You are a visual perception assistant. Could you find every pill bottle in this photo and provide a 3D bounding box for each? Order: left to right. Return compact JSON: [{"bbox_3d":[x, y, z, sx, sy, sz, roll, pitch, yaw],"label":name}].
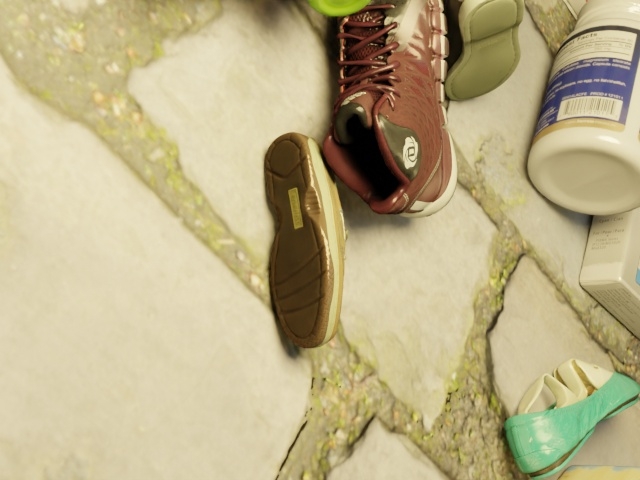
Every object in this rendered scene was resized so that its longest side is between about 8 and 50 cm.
[{"bbox_3d":[0.357,-0.176,1.077,0.153,0.153,0.265,40,57,-30],"label":"pill bottle"}]

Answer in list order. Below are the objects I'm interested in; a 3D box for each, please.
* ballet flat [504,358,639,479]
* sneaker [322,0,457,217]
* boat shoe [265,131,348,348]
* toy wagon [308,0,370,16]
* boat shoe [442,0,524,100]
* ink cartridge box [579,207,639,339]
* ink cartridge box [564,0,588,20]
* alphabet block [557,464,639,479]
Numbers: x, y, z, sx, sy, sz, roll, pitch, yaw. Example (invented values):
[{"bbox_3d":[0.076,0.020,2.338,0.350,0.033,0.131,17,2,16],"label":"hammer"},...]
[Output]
[{"bbox_3d":[0.290,0.183,0.997,0.247,0.083,0.087,-19,81,-46],"label":"ballet flat"},{"bbox_3d":[0.052,-0.154,0.792,0.162,0.106,0.281,-17,93,-62],"label":"sneaker"},{"bbox_3d":[0.000,0.000,0.770,0.072,0.068,0.190,10,74,-54],"label":"boat shoe"},{"bbox_3d":[-0.017,-0.317,0.751,0.344,0.068,0.267,6,65,-30],"label":"toy wagon"},{"bbox_3d":[0.160,-0.216,0.892,0.081,0.228,0.069,-17,74,-2],"label":"boat shoe"},{"bbox_3d":[0.483,0.016,1.219,0.296,0.066,0.261,36,60,-33],"label":"ink cartridge box"},{"bbox_3d":[0.490,-0.352,1.154,0.201,0.278,0.117,44,52,-28],"label":"ink cartridge box"},{"bbox_3d":[0.323,0.370,0.912,0.197,0.192,0.193,-29,100,-42],"label":"alphabet block"}]
